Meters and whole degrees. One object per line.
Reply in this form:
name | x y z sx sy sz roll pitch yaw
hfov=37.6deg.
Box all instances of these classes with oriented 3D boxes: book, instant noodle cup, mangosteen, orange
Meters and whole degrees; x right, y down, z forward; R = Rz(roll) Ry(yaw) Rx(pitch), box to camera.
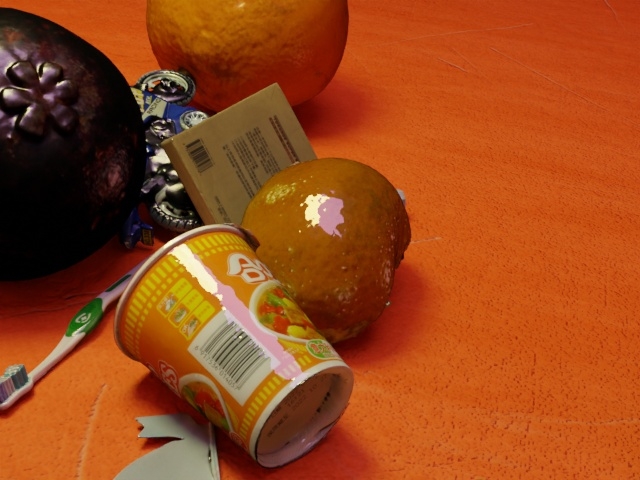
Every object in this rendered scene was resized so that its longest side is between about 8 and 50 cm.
book | -0.086 -0.094 1.177 0.026 0.161 0.231 -21 11 39
instant noodle cup | -0.069 0.102 0.857 0.168 0.168 0.185 -21 49 -38
mangosteen | -0.351 -0.096 1.013 0.313 0.297 0.297 -17 21 27
orange | -0.110 -0.334 1.410 0.312 0.312 0.312 5 31 -3
orange | 0.000 -0.006 1.029 0.179 0.158 0.237 -3 29 22

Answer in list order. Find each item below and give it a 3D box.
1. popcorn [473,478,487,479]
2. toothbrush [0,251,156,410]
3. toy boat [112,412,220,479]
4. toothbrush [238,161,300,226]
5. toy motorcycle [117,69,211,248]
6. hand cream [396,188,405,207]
popcorn | 0.137 0.263 0.585 0.237 0.206 0.251 9 10 36
toothbrush | -0.238 0.081 0.972 0.030 0.030 0.304 17 30 16
toy boat | -0.107 0.216 0.743 0.220 0.067 0.291 -1 29 -12
toothbrush | -0.094 -0.002 1.086 0.031 0.023 0.321 17 43 15
toy motorcycle | -0.224 -0.116 1.201 0.168 0.113 0.315 -6 48 -14
hand cream | 0.029 -0.041 1.198 0.170 0.043 0.065 -8 75 -24
